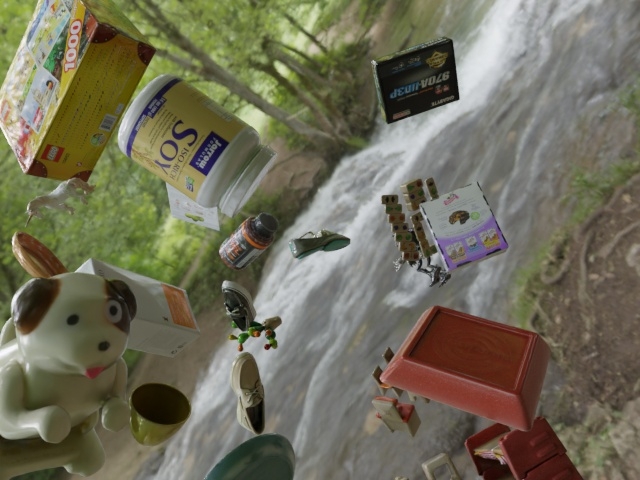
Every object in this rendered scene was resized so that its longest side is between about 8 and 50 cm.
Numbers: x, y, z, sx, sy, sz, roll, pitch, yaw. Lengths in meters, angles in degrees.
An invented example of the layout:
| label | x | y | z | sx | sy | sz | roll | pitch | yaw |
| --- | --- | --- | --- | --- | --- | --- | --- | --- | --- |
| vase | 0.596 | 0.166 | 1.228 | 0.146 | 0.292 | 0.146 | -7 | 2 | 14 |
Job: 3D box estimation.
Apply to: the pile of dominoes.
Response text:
| label | x | y | z | sx | sy | sz | roll | pitch | yaw |
| --- | --- | --- | --- | --- | --- | --- | --- | --- | --- |
| pile of dominoes | 0.308 | -0.061 | 1.737 | 0.196 | 0.251 | 0.040 | -26 | 13 | -18 |

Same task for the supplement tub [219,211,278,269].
| label | x | y | z | sx | sy | sz | roll | pitch | yaw |
| --- | --- | --- | --- | --- | --- | --- | --- | --- | --- |
| supplement tub | -0.209 | -0.002 | 1.678 | 0.198 | 0.106 | 0.106 | -41 | 28 | 34 |

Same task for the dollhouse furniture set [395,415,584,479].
| label | x | y | z | sx | sy | sz | roll | pitch | yaw |
| --- | --- | --- | --- | --- | --- | --- | --- | --- | --- |
| dollhouse furniture set | 0.288 | 0.496 | 1.104 | 0.152 | 0.374 | 0.201 | 63 | 166 | 15 |

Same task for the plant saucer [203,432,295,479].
| label | x | y | z | sx | sy | sz | roll | pitch | yaw |
| --- | --- | --- | --- | --- | --- | --- | --- | --- | --- |
| plant saucer | -0.176 | 0.623 | 1.383 | 0.044 | 0.318 | 0.317 | 28 | 94 | 42 |

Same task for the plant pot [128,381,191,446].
| label | x | y | z | sx | sy | sz | roll | pitch | yaw |
| --- | --- | --- | --- | --- | --- | --- | --- | --- | --- |
| plant pot | -0.363 | 0.392 | 1.235 | 0.134 | 0.134 | 0.095 | -110 | 43 | -65 |

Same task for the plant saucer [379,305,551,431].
| label | x | y | z | sx | sy | sz | roll | pitch | yaw |
| --- | --- | --- | --- | --- | --- | --- | --- | --- | --- |
| plant saucer | 0.274 | 0.208 | 1.028 | 0.259 | 0.259 | 0.047 | -37 | -45 | -55 |

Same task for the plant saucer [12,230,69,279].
| label | x | y | z | sx | sy | sz | roll | pitch | yaw |
| --- | --- | --- | --- | --- | --- | --- | --- | --- | --- |
| plant saucer | -0.753 | 0.060 | 1.517 | 0.037 | 0.200 | 0.200 | -41 | 17 | -7 |

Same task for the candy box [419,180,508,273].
| label | x | y | z | sx | sy | sz | roll | pitch | yaw |
| --- | --- | --- | --- | --- | --- | --- | --- | --- | --- |
| candy box | 0.375 | -0.033 | 1.488 | 0.070 | 0.165 | 0.196 | 46 | -157 | -74 |

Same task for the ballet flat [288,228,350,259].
| label | x | y | z | sx | sy | sz | roll | pitch | yaw |
| --- | --- | --- | --- | --- | --- | --- | --- | --- | --- |
| ballet flat | 0.000 | 0.000 | 1.586 | 0.072 | 0.213 | 0.068 | -43 | 69 | 43 |

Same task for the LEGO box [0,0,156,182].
| label | x | y | z | sx | sy | sz | roll | pitch | yaw |
| --- | --- | --- | --- | --- | --- | --- | --- | --- | --- |
| LEGO box | -0.755 | -0.481 | 1.700 | 0.372 | 0.193 | 0.500 | 48 | 113 | 31 |

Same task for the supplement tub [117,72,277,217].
| label | x | y | z | sx | sy | sz | roll | pitch | yaw |
| --- | --- | --- | --- | --- | --- | --- | --- | --- | --- |
| supplement tub | -0.301 | -0.230 | 1.408 | 0.241 | 0.331 | 0.241 | -56 | 4 | 5 |

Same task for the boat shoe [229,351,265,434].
| label | x | y | z | sx | sy | sz | roll | pitch | yaw |
| --- | --- | --- | --- | --- | --- | --- | --- | --- | --- |
| boat shoe | -0.233 | 0.519 | 1.908 | 0.098 | 0.109 | 0.302 | 23 | 122 | 47 |

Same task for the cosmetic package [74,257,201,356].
| label | x | y | z | sx | sy | sz | roll | pitch | yaw |
| --- | --- | --- | --- | --- | --- | --- | --- | --- | --- |
| cosmetic package | -0.661 | 0.250 | 2.011 | 0.162 | 0.453 | 0.230 | -39 | 57 | 15 |

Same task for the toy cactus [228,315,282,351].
| label | x | y | z | sx | sy | sz | roll | pitch | yaw |
| --- | --- | --- | --- | --- | --- | --- | --- | --- | --- |
| toy cactus | -0.205 | 0.318 | 1.950 | 0.219 | 0.181 | 0.112 | 5 | 109 | 43 |

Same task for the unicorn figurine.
| label | x | y | z | sx | sy | sz | roll | pitch | yaw |
| --- | --- | --- | --- | --- | --- | --- | --- | --- | --- |
| unicorn figurine | -0.631 | -0.097 | 1.362 | 0.162 | 0.060 | 0.111 | -50 | -25 | 3 |

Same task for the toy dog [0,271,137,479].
| label | x | y | z | sx | sy | sz | roll | pitch | yaw |
| --- | --- | --- | --- | --- | --- | --- | --- | --- | --- |
| toy dog | -0.517 | 0.246 | 1.134 | 0.407 | 0.285 | 0.395 | -53 | 44 | 25 |

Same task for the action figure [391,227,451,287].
| label | x | y | z | sx | sy | sz | roll | pitch | yaw |
| --- | --- | --- | --- | --- | --- | --- | --- | --- | --- |
| action figure | 0.325 | 0.050 | 1.973 | 0.275 | 0.164 | 0.140 | 52 | 125 | 26 |

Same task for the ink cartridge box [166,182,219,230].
| label | x | y | z | sx | sy | sz | roll | pitch | yaw |
| --- | --- | --- | --- | --- | --- | --- | --- | --- | --- |
| ink cartridge box | -0.395 | -0.158 | 1.775 | 0.232 | 0.189 | 0.066 | 89 | -156 | -43 |

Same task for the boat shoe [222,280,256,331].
| label | x | y | z | sx | sy | sz | roll | pitch | yaw |
| --- | --- | --- | --- | --- | --- | --- | --- | --- | --- |
| boat shoe | -0.249 | 0.203 | 1.712 | 0.219 | 0.078 | 0.070 | 71 | -148 | -49 |

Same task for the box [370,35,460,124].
| label | x | y | z | sx | sy | sz | roll | pitch | yaw |
| --- | --- | --- | --- | --- | --- | --- | --- | --- | --- |
| box | 0.261 | -0.437 | 1.542 | 0.051 | 0.221 | 0.175 | -116 | 8 | -57 |

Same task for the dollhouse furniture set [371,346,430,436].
| label | x | y | z | sx | sy | sz | roll | pitch | yaw |
| --- | --- | --- | --- | --- | --- | --- | --- | --- | --- |
| dollhouse furniture set | 0.254 | 0.393 | 1.557 | 0.262 | 0.135 | 0.259 | -5 | 35 | 42 |
